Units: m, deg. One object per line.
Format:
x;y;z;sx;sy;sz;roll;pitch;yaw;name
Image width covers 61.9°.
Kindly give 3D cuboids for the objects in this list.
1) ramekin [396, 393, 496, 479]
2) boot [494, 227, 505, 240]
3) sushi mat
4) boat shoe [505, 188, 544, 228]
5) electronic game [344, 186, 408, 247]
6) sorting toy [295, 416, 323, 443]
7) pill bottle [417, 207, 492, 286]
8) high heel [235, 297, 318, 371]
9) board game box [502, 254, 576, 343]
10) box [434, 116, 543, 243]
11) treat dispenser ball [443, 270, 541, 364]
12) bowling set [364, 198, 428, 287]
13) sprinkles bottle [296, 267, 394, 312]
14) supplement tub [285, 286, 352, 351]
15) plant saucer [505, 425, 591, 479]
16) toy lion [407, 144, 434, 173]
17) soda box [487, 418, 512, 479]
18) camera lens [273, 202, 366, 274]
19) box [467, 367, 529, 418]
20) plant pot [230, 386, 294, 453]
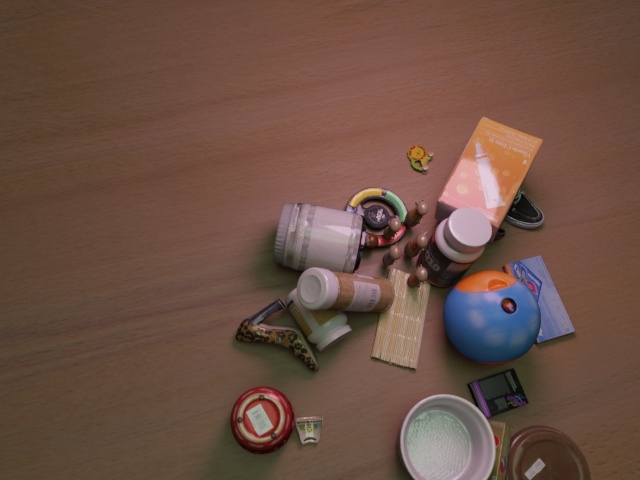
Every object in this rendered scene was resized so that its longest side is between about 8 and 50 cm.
0.357;0.602;1.570;0.277;0.135;0.277;2;68;-4;ramekin
0.581;-0.029;1.860;0.118;0.087;0.042;10;68;-1;boot
0.269;0.255;1.761;0.151;0.019;0.317;14;68;0;sushi mat
0.671;-0.157;1.907;0.306;0.105;0.113;39;71;11;boat shoe
0.198;-0.083;1.871;0.229;0.048;0.229;2;68;-4;electronic game
-0.033;0.571;1.603;0.083;0.045;0.075;-1;76;-6;sorting toy
0.427;0.023;1.713;0.161;0.283;0.161;4;61;-7;pill bottle
-0.136;0.337;1.678;0.186;0.093;0.261;-35;84;3;high heel
0.742;0.198;1.817;0.145;0.027;0.281;-13;70;-11;board game box
0.558;-0.200;1.787;0.214;0.168;0.345;26;77;17;box
0.526;0.237;1.645;0.288;0.288;0.288;2;69;-4;treat dispenser ball
0.250;0.012;1.745;0.199;0.154;0.287;1;73;-9;bowling set
0.086;0.157;1.619;0.121;0.355;0.121;-8;77;39;sprinkles bottle
-0.005;0.233;1.679;0.144;0.144;0.200;-30;74;-15;supplement tub
0.686;0.705;1.608;0.277;0.041;0.278;1;69;-3;plant saucer
0.366;-0.307;1.984;0.096;0.034;0.100;20;69;11;toy lion
0.525;0.636;1.599;0.058;0.061;0.181;-3;61;43;soda box
0.000;0.000;1.730;0.274;0.219;0.220;11;68;0;camera lens
0.562;0.485;1.689;0.162;0.029;0.116;-15;72;-9;box
-0.166;0.516;1.543;0.191;0.174;0.191;2;68;-6;plant pot
